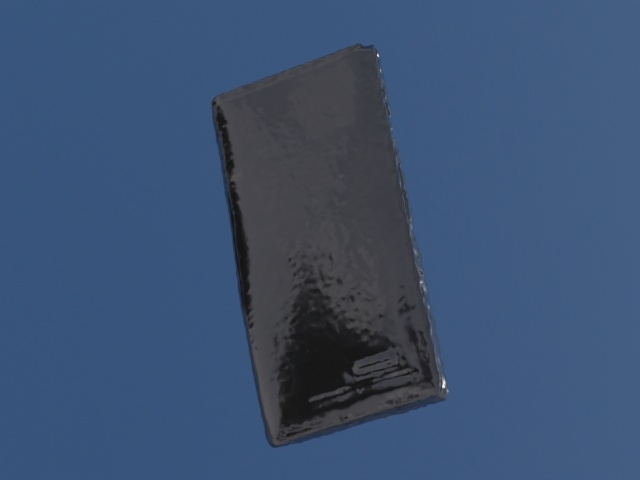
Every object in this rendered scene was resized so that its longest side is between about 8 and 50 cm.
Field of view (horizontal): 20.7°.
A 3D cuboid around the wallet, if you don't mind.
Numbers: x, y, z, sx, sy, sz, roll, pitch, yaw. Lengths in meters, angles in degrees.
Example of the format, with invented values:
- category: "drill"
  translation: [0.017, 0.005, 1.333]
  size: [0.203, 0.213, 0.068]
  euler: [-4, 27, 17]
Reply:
- category: "wallet"
  translation: [0.000, 0.000, 1.101]
  size: [0.124, 0.025, 0.244]
  euler: [-19, -112, 20]
